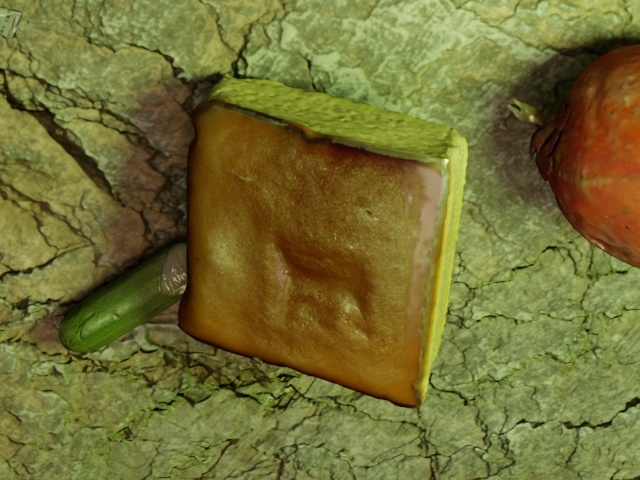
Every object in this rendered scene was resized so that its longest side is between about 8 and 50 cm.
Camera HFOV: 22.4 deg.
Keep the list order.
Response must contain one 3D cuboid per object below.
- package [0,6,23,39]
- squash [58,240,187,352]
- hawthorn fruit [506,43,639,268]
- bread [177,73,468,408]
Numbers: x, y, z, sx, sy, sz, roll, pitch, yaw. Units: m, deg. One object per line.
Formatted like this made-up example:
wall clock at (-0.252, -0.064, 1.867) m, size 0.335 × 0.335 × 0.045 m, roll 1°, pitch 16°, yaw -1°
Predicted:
package at (-0.394, -0.260, 1.830) m, size 0.110 × 0.015 × 0.037 m, roll 17°, pitch 119°, yaw -17°
squash at (-0.239, 0.075, 2.059) m, size 0.239 × 0.069 × 0.069 m, roll -32°, pitch 122°, yaw 20°
hawthorn fruit at (0.361, -0.105, 1.855) m, size 0.307 × 0.276 × 0.276 m, roll 19°, pitch 128°, yaw 15°
bread at (0.000, 0.000, 1.888) m, size 0.324 × 0.143 × 0.333 m, roll 14°, pitch 119°, yaw 18°
